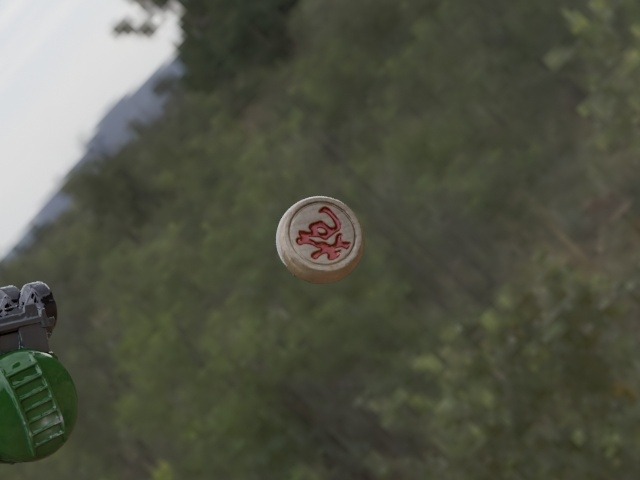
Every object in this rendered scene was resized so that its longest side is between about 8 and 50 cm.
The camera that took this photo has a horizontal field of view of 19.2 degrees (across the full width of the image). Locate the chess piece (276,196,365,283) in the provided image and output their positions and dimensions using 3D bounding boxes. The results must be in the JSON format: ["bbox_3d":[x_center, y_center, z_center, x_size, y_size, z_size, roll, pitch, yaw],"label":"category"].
[{"bbox_3d":[0.000,0.000,1.770,0.083,0.083,0.038,-49,-3,-21],"label":"chess piece"}]

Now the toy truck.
[{"bbox_3d":[-0.267,0.103,1.394,0.101,0.125,0.242,-15,5,-36],"label":"toy truck"}]
